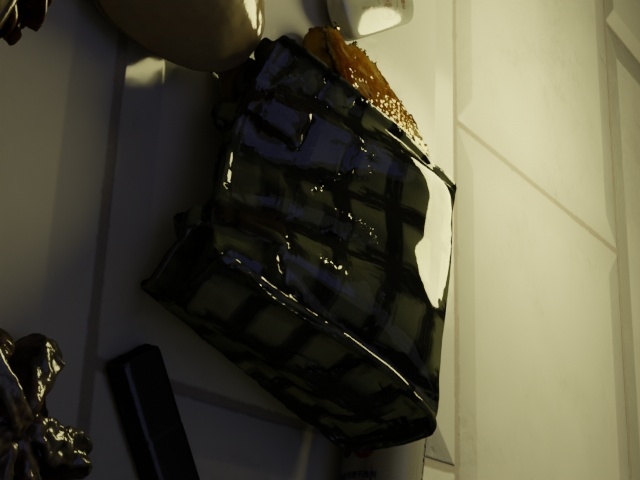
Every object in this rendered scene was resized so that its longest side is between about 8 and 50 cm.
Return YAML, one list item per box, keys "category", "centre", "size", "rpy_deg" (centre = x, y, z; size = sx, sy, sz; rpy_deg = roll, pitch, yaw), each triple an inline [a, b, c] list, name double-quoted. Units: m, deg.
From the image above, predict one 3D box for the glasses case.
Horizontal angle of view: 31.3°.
- category: "glasses case"
  centre: [0.065, -0.296, 1.431]
  size: [0.193, 0.049, 0.074]
  rpy_deg: [-31, 106, -57]

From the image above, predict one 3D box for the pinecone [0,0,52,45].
- category: "pinecone"
  centre: [-0.258, -0.216, 0.806]
  size: [0.174, 0.174, 0.173]
  rpy_deg: [23, 62, -53]

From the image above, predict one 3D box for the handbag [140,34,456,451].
- category: "handbag"
  centre: [0.000, 0.000, 1.153]
  size: [0.327, 0.163, 0.325]
  rpy_deg: [39, 46, -36]

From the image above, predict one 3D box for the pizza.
- category: "pizza"
  centre: [0.043, -0.164, 1.351]
  size: [0.226, 0.069, 0.147]
  rpy_deg: [25, 39, -56]

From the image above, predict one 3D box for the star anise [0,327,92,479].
- category: "star anise"
  centre: [-0.238, 0.116, 0.799]
  size: [0.209, 0.089, 0.231]
  rpy_deg: [-71, 150, -49]

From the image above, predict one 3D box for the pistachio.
- category: "pistachio"
  centre: [-0.133, -0.248, 1.045]
  size: [0.152, 0.126, 0.223]
  rpy_deg: [-53, 137, -3]

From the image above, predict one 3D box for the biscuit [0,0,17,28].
- category: "biscuit"
  centre: [-0.318, -0.218, 0.646]
  size: [0.332, 0.103, 0.332]
  rpy_deg: [4, 80, -23]

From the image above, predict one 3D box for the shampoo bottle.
- category: "shampoo bottle"
  centre: [0.076, 0.188, 1.264]
  size: [0.092, 0.092, 0.303]
  rpy_deg: [40, 50, -45]

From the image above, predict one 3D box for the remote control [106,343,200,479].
- category: "remote control"
  centre: [-0.130, 0.212, 1.000]
  size: [0.063, 0.025, 0.245]
  rpy_deg: [-26, 103, -53]
